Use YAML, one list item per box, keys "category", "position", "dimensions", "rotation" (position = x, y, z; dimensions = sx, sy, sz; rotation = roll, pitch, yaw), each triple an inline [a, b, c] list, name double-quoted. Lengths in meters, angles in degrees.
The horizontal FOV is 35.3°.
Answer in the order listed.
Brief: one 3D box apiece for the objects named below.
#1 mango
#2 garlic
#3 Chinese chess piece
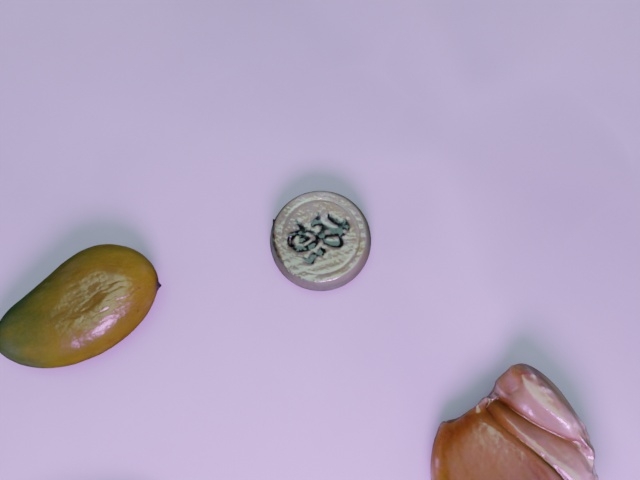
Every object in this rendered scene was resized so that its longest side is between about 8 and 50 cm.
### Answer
- category: "mango"
  position: [-0.332, 0.100, 1.388]
  dimensions: [0.237, 0.091, 0.137]
  rotation: [-41, 71, -4]
- category: "garlic"
  position: [0.257, 0.304, 1.307]
  dimensions: [0.217, 0.110, 0.228]
  rotation: [-36, 65, 3]
- category: "Chinese chess piece"
  position: [0.000, 0.000, 1.422]
  dimensions: [0.144, 0.058, 0.144]
  rotation: [-1, 74, 2]
